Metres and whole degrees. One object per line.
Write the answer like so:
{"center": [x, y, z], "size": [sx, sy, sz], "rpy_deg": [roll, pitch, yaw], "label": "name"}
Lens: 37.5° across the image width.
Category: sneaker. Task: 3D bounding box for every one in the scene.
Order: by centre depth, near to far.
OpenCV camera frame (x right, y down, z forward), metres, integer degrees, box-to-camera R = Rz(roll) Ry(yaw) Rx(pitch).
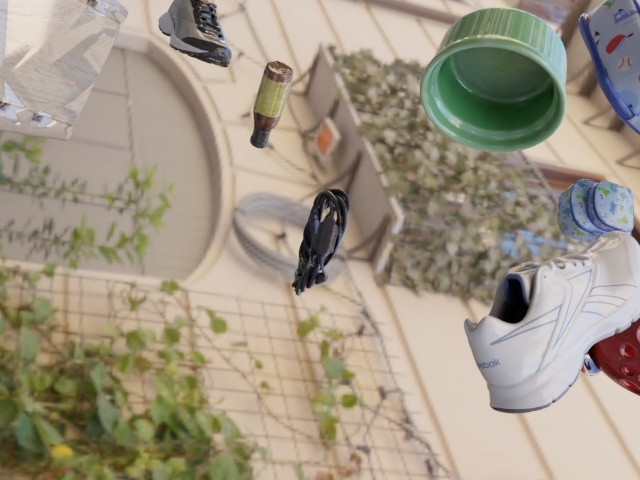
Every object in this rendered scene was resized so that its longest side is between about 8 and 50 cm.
{"center": [0.278, 0.067, 1.083], "size": [0.111, 0.297, 0.129], "rpy_deg": [-11, -66, 53], "label": "sneaker"}
{"center": [-0.234, -0.410, 1.794], "size": [0.108, 0.100, 0.271], "rpy_deg": [-61, -143, 18], "label": "sneaker"}

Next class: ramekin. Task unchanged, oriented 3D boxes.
{"center": [0.372, -0.342, 1.983], "size": [0.303, 0.303, 0.148], "rpy_deg": [-52, -166, 53], "label": "ramekin"}

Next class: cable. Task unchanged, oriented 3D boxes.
{"center": [0.000, 0.000, 1.514], "size": [0.150, 0.047, 0.184], "rpy_deg": [125, -21, -58], "label": "cable"}

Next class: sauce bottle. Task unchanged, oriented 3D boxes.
{"center": [-0.071, -0.183, 1.287], "size": [0.042, 0.042, 0.128], "rpy_deg": [-104, -152, -47], "label": "sauce bottle"}

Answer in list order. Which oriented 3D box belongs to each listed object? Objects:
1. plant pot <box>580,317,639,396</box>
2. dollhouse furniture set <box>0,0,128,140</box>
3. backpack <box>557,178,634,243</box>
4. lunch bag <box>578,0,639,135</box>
{"center": [0.462, 0.125, 1.331], "size": [0.174, 0.191, 0.191], "rpy_deg": [18, -80, 37], "label": "plant pot"}
{"center": [-0.210, -0.243, 0.381], "size": [0.286, 0.303, 0.198], "rpy_deg": [-63, 163, 4], "label": "dollhouse furniture set"}
{"center": [0.455, -0.050, 1.553], "size": [0.084, 0.114, 0.105], "rpy_deg": [130, -31, -64], "label": "backpack"}
{"center": [0.517, -0.230, 1.404], "size": [0.115, 0.303, 0.243], "rpy_deg": [-38, -143, 30], "label": "lunch bag"}
